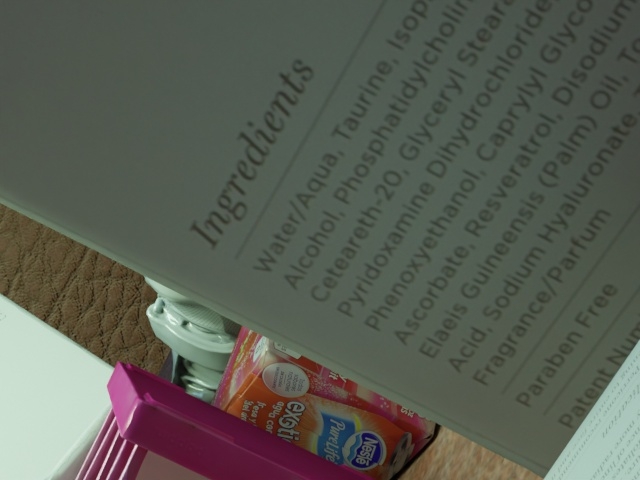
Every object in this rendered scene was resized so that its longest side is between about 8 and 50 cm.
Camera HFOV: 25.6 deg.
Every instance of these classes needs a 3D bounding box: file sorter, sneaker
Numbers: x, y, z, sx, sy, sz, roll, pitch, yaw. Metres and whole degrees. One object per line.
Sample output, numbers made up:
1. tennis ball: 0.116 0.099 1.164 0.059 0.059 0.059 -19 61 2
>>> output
1. file sorter: -0.050 0.195 0.741 0.182 0.202 0.291 -65 8 -6
2. sneaker: -0.083 0.109 1.222 0.210 0.137 0.366 -69 -18 -6

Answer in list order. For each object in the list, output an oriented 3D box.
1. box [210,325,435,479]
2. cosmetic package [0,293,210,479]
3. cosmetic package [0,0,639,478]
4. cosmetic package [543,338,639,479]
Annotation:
1. box: 0.024 0.047 1.016 0.122 0.128 0.257 -55 12 44
2. cosmetic package: -0.220 0.186 1.054 0.217 0.156 0.385 -48 26 -11
3. cosmetic package: 0.042 -0.162 0.635 0.327 0.394 0.329 -59 10 26
4. cosmetic package: 0.115 0.120 0.366 0.117 0.085 0.231 -60 10 19
